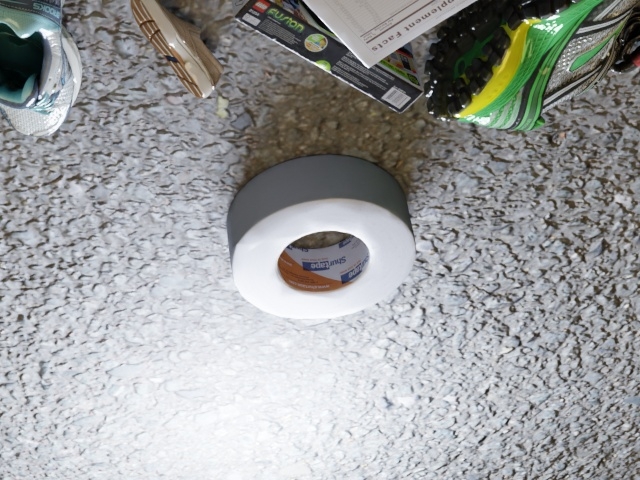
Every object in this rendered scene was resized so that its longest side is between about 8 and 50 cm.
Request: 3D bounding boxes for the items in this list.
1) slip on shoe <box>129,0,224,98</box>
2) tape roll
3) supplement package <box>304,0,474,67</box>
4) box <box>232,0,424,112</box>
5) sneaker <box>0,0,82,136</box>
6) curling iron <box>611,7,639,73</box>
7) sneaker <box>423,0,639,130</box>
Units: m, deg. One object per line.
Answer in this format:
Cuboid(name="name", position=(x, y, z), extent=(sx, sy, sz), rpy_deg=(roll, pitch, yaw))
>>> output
Cuboid(name="slip on shoe", position=(-0.139, -0.200, 1.184), extent=(0.041, 0.051, 0.135), rpy_deg=(-48, 129, -15))
Cuboid(name="tape roll", position=(0.000, 0.000, 1.414), extent=(0.219, 0.072, 0.219), rpy_deg=(-5, 138, -5))
Cuboid(name="supplement package", position=(0.018, -0.292, 1.032), extent=(0.139, 0.133, 0.244), rpy_deg=(-29, 135, 22))
Cuboid(name="box", position=(0.004, -0.210, 1.140), extent=(0.207, 0.114, 0.036), rpy_deg=(25, 129, -34))
Cuboid(name="sneaker", position=(-0.285, -0.164, 1.107), extent=(0.110, 0.122, 0.283), rpy_deg=(5, 152, -5))
Cuboid(name="curling iron", position=(0.396, -0.257, 1.216), extent=(0.274, 0.035, 0.068), rpy_deg=(-33, 134, 26))
Cuboid(name="sneaker", position=(0.248, -0.233, 1.167), extent=(0.146, 0.134, 0.343), rpy_deg=(10, 145, -30))
